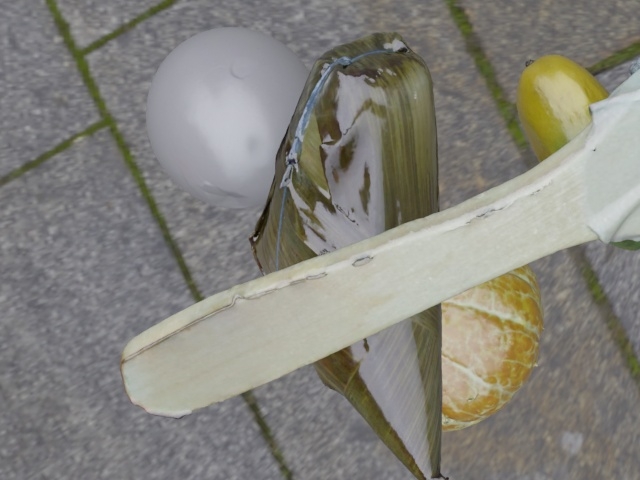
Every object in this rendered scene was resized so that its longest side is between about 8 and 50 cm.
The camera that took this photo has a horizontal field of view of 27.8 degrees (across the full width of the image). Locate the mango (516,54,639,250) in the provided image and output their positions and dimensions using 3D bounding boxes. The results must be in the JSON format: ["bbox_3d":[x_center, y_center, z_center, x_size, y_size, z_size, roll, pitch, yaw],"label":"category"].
[{"bbox_3d":[0.283,-0.094,1.397,0.091,0.137,0.237,-31,125,-4],"label":"mango"}]

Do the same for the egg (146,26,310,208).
[{"bbox_3d":[-0.084,-0.119,1.291,0.176,0.232,0.176,-7,119,-13],"label":"egg"}]

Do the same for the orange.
[{"bbox_3d":[0.197,0.138,2.043,0.249,0.329,0.329,19,109,-28],"label":"orange"}]

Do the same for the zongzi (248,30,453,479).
[{"bbox_3d":[0.042,0.014,0.831,0.221,0.112,0.242,104,148,-49],"label":"zongzi"}]

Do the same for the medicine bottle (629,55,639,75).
[{"bbox_3d":[0.415,-0.226,1.162,0.141,0.141,0.293,45,108,7],"label":"medicine bottle"}]

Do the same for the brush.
[{"bbox_3d":[0.070,-0.006,0.487,0.337,0.020,0.085,-23,125,13],"label":"brush"}]
